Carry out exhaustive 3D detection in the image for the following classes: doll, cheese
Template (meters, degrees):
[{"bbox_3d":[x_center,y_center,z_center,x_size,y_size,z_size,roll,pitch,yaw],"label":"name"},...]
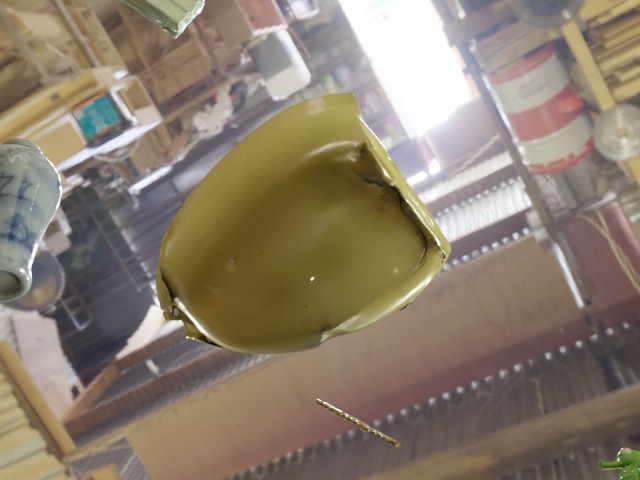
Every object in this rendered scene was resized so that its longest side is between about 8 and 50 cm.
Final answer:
[{"bbox_3d":[0.610,0.467,1.447,0.115,0.050,0.190,-4,-162,23],"label":"doll"},{"bbox_3d":[-0.034,0.012,0.795,0.315,0.260,0.128,-36,-161,11],"label":"cheese"}]

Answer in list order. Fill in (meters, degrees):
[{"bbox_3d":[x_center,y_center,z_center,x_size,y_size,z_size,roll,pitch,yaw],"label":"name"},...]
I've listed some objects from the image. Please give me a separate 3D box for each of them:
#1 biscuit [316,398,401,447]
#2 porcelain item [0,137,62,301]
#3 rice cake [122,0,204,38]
[{"bbox_3d":[0.091,0.425,1.689,0.016,0.203,0.144,-62,160,-11],"label":"biscuit"},{"bbox_3d":[-0.452,-0.040,1.062,0.141,0.141,0.259,-27,-133,19],"label":"porcelain item"},{"bbox_3d":[-0.302,-0.431,1.225,0.038,0.211,0.124,-55,-173,47],"label":"rice cake"}]
